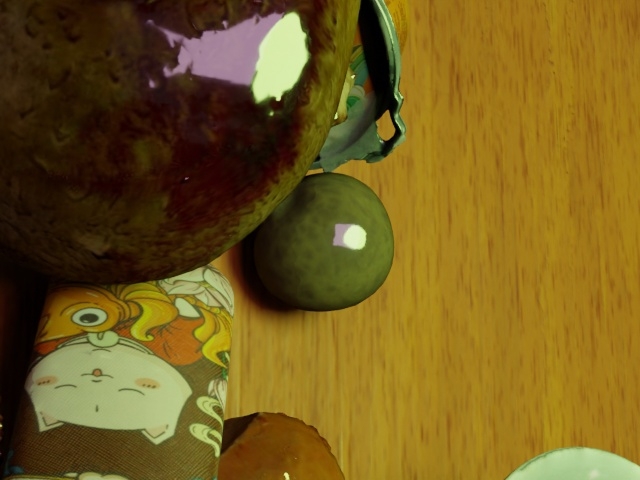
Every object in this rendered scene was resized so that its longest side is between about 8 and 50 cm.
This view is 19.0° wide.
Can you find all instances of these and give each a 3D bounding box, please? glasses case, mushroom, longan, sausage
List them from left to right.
[{"bbox_3d":[-0.128,-0.154,1.206,0.345,0.239,0.345,13,48,-15],"label":"mushroom"},{"bbox_3d":[-0.119,0.103,1.155,0.122,0.082,0.321,12,33,-7],"label":"glasses case"},{"bbox_3d":[-0.077,0.199,1.215,0.258,0.133,0.133,-30,97,-49],"label":"sausage"},{"bbox_3d":[0.000,0.000,1.398,0.113,0.092,0.113,4,80,-24],"label":"longan"}]

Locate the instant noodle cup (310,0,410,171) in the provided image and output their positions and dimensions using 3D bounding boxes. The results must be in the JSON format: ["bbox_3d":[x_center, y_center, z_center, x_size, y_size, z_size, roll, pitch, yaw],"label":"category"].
[{"bbox_3d":[-0.008,-0.156,1.405,0.208,0.177,0.125,51,32,-7],"label":"instant noodle cup"}]

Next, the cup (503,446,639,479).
[{"bbox_3d":[0.154,0.334,1.371,0.347,0.163,0.347,20,60,-40],"label":"cup"}]

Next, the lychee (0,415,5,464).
[{"bbox_3d":[-0.238,0.117,1.083,0.123,0.123,0.129,17,89,-41],"label":"lychee"}]
